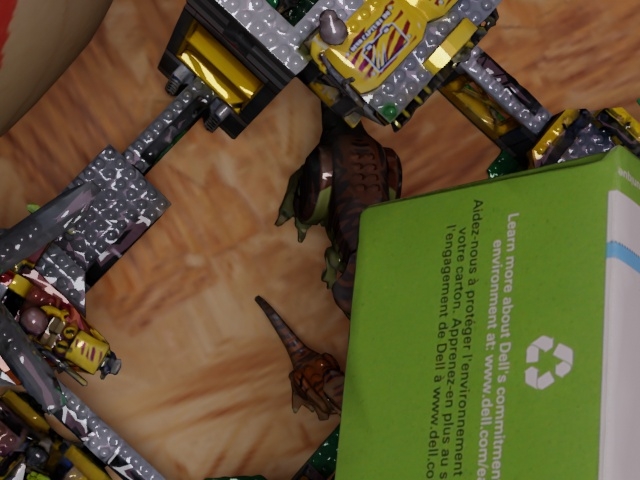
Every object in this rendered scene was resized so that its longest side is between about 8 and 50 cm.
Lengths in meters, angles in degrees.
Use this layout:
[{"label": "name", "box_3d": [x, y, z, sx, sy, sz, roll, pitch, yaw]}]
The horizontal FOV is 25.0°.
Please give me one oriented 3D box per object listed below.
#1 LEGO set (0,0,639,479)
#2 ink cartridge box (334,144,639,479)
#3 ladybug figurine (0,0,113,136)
[{"label": "LEGO set", "box_3d": [0.000, 0.000, 0.554, 0.331, 0.192, 0.255, -39, 94, -11]}, {"label": "ink cartridge box", "box_3d": [0.092, 0.129, 0.448, 0.189, 0.097, 0.255, 30, 57, -45]}, {"label": "ladybug figurine", "box_3d": [-0.243, -0.075, 0.361, 0.449, 0.305, 0.162, -11, 113, -33]}]
